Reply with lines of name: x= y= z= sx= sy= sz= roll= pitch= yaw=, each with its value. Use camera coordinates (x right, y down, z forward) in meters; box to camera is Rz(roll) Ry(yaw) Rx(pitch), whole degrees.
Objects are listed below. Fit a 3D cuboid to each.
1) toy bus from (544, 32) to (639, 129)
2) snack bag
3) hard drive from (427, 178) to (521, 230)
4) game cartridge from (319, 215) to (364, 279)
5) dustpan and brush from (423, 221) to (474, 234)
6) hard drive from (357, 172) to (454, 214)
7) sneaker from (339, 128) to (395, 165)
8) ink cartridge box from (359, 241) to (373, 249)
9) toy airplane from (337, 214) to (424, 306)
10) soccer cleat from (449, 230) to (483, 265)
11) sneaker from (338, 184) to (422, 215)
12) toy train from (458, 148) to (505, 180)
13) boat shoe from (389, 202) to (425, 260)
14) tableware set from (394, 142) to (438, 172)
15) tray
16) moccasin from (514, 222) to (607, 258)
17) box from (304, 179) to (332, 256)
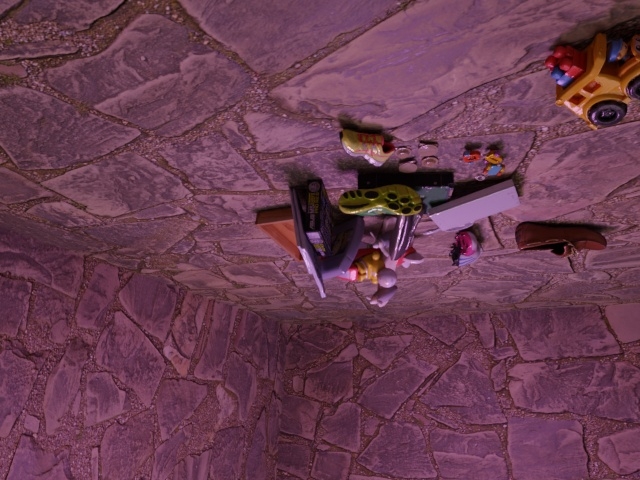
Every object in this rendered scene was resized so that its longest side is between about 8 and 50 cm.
toy bus: x=0.638 y=-0.392 z=1.070 sx=0.211 sy=0.149 sz=0.220 roll=24 pitch=153 yaw=-9
snack bag: x=-0.053 y=0.012 z=1.851 sx=0.037 sy=0.323 sz=0.342 roll=-16 pitch=139 yaw=4
hard drive: x=0.580 y=-0.125 z=1.767 sx=0.308 sy=0.040 sz=0.203 roll=-20 pitch=156 yaw=23
game cartridge: x=0.088 y=0.027 z=2.016 sx=0.196 sy=0.294 sz=0.060 roll=-17 pitch=130 yaw=44
dustpan and brush: x=0.539 y=-0.065 z=2.004 sx=0.211 sy=0.060 sz=0.147 roll=-9 pitch=156 yaw=28
hard drive: x=0.312 y=-0.172 z=1.764 sx=0.339 sy=0.064 sz=0.237 roll=1 pitch=159 yaw=8
sneaker: x=0.147 y=-0.303 z=1.451 sx=0.208 sy=0.081 sz=0.094 roll=13 pitch=151 yaw=-39
ink cartridge box: x=0.192 y=0.065 z=2.330 sx=0.209 sy=0.109 sz=0.062 roll=17 pitch=155 yaw=-32
toy airplane: x=0.294 y=0.112 z=2.132 sx=0.384 sy=0.272 sz=0.386 roll=-44 pitch=122 yaw=15
soccer cleat: x=0.696 y=0.028 z=2.186 sx=0.143 sy=0.116 sz=0.331 roll=-13 pitch=160 yaw=-1
sneaker: x=0.211 y=-0.141 z=1.670 sx=0.296 sy=0.109 sz=0.123 roll=2 pitch=-179 yaw=1
toy train: x=0.530 y=-0.260 z=1.533 sx=0.125 sy=0.046 sz=0.166 roll=-9 pitch=152 yaw=33
boat shoe: x=0.333 y=-0.028 z=1.830 sx=0.096 sy=0.112 sz=0.335 roll=-2 pitch=143 yaw=-2
tableware set: x=0.321 y=-0.274 z=1.562 sx=0.141 sy=0.020 sz=0.168 roll=-5 pitch=156 yaw=16
tray: x=-0.103 y=-0.021 z=2.163 sx=0.203 sy=0.076 sz=0.411 roll=-6 pitch=151 yaw=25
moccasin: x=1.029 y=0.013 z=2.009 sx=0.380 sy=0.147 sz=0.139 roll=6 pitch=159 yaw=-8
box: x=-0.003 y=-0.080 z=1.841 sx=0.060 sy=0.216 sz=0.270 roll=-2 pitch=159 yaw=10
